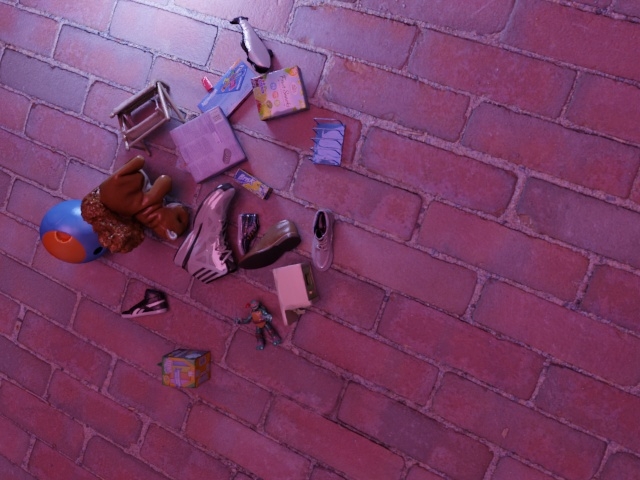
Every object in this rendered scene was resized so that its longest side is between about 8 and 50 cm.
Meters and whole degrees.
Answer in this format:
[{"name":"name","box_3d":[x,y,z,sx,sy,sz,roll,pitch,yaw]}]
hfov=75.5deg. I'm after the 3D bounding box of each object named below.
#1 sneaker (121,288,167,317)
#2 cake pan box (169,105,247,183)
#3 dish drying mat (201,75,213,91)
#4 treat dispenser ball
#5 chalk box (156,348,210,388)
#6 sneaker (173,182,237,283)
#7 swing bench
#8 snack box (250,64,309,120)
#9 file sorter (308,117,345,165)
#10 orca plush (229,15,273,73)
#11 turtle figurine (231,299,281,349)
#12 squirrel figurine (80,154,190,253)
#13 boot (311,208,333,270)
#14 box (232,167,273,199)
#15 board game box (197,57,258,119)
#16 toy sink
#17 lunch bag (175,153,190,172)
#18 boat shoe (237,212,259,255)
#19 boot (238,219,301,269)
[{"name":"sneaker","box_3d":[-0.815,0.286,1.908,0.217,0.079,0.121,-9,86,6]},{"name":"cake pan box","box_3d":[-0.482,-0.412,1.778,0.246,0.070,0.266,-28,92,3]},{"name":"dish drying mat","box_3d":[-0.502,-0.692,1.826,0.032,0.008,0.083,-39,62,10]},{"name":"treat dispenser ball","box_3d":[-1.089,-0.039,1.856,0.288,0.288,0.288,0,91,14]},{"name":"chalk box","box_3d":[-0.615,0.563,1.830,0.213,0.132,0.132,0,91,15]},{"name":"sneaker","box_3d":[-0.419,-0.009,1.766,0.258,0.169,0.447,35,108,7]},{"name":"swing bench","box_3d":[-0.767,-0.553,1.829,0.253,0.165,0.254,-30,84,13]},{"name":"snack box","box_3d":[-0.166,-0.606,1.715,0.207,0.070,0.174,-12,98,13]},{"name":"file sorter","box_3d":[0.024,-0.398,1.664,0.118,0.104,0.170,8,93,13]},{"name":"orca plush","box_3d":[-0.305,-0.804,1.743,0.287,0.151,0.102,55,133,4]},{"name":"turtle figurine","box_3d":[-0.260,0.339,1.745,0.175,0.118,0.234,-16,103,28]},{"name":"squirrel figurine","box_3d":[-0.772,-0.113,1.758,0.397,0.281,0.370,-49,117,-21]},{"name":"boot","box_3d":[0.000,0.000,1.667,0.095,0.123,0.258,2,92,14]},{"name":"box","box_3d":[-0.290,-0.242,1.772,0.169,0.054,0.059,34,99,12]},{"name":"board game box","box_3d":[-0.399,-0.639,1.805,0.281,0.027,0.145,-43,83,11]},{"name":"toy sink","box_3d":[-0.088,0.212,1.680,0.131,0.153,0.234,-13,87,14]},{"name":"lunch bag","box_3d":[-0.601,-0.345,1.849,0.083,0.053,0.071,20,97,2]},{"name":"boat shoe","box_3d":[-0.307,-0.027,1.775,0.083,0.065,0.183,-2,92,11]},{"name":"boot","box_3d":[-0.222,0.022,1.754,0.305,0.112,0.115,-30,55,16]}]
